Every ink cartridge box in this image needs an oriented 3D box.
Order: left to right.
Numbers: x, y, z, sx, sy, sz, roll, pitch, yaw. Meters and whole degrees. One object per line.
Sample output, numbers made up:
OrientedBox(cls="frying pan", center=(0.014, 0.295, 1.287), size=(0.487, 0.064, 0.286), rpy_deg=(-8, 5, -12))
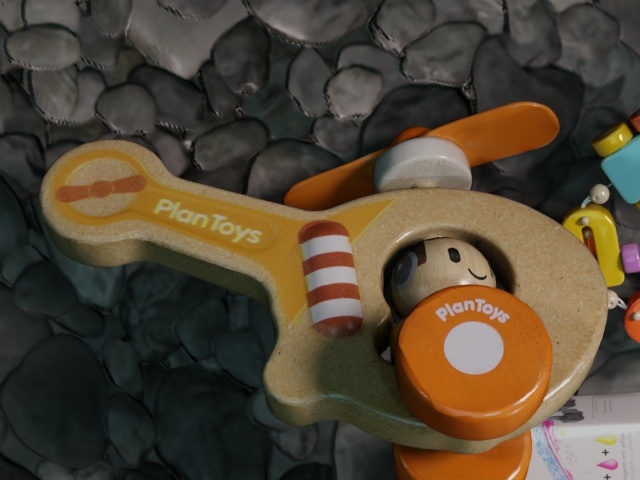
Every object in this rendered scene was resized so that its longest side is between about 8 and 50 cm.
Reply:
OrientedBox(cls="ink cartridge box", center=(0.147, 0.161, 0.925), size=(0.181, 0.061, 0.104), rpy_deg=(-4, 103, 11))

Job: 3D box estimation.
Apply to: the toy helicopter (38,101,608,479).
OrientedBox(cls="toy helicopter", center=(0.000, 0.000, 0.857), size=(0.355, 0.235, 0.140), rpy_deg=(17, 149, 13))

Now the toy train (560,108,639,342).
OrientedBox(cls="toy train", center=(0.212, -0.005, 0.884), size=(0.125, 0.046, 0.166), rpy_deg=(16, 109, 5))
